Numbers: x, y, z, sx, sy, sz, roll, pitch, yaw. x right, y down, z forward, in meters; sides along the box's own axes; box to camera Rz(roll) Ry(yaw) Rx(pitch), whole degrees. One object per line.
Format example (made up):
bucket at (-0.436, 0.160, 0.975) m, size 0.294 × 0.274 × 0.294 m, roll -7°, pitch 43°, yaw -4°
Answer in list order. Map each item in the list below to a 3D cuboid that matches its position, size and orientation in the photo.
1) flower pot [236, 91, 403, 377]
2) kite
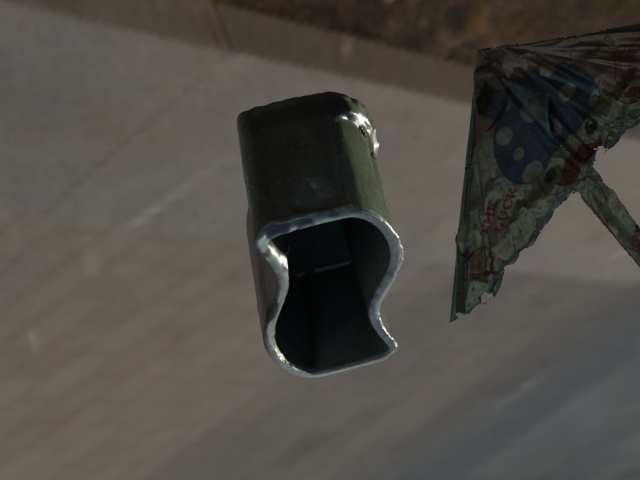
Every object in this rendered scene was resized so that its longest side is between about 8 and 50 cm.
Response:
flower pot at (0.000, 0.000, 1.409) m, size 0.103 × 0.108 × 0.229 m, roll -9°, pitch 149°, yaw -4°
kite at (0.235, -0.087, 1.885) m, size 0.014 × 0.368 × 0.406 m, roll 23°, pitch 114°, yaw -42°
